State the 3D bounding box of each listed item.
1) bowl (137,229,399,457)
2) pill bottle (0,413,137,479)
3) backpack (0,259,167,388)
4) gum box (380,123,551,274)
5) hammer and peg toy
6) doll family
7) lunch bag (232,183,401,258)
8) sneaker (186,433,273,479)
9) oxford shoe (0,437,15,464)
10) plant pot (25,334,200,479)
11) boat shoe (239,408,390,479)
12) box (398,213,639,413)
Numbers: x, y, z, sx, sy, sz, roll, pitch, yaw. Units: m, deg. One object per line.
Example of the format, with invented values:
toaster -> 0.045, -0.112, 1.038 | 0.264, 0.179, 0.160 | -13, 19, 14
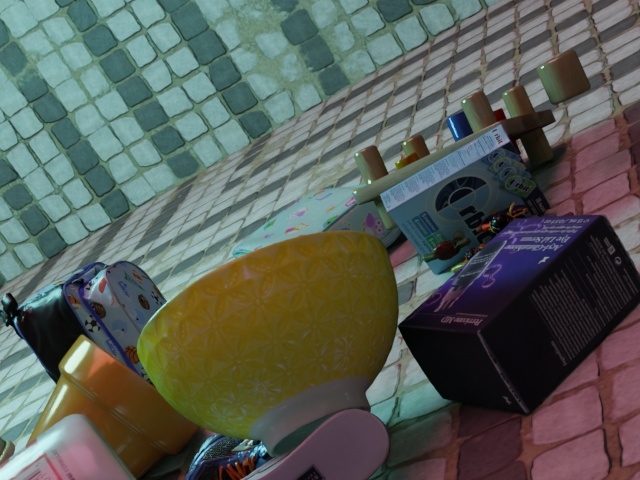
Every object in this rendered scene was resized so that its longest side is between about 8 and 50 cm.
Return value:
bowl -> -0.031, 0.131, 1.243 | 0.289, 0.156, 0.289 | -21, -24, -10
pill bottle -> -0.346, 0.384, 1.220 | 0.408, 0.229, 0.229 | -37, 16, -12
backpack -> -0.344, 0.149, 1.906 | 0.213, 0.276, 0.263 | -27, 9, 3
gum box -> 0.196, -0.052, 1.603 | 0.184, 0.157, 0.041 | -30, 44, 11
hammer and peg toy -> 0.247, -0.143, 1.739 | 0.361, 0.127, 0.266 | -25, -2, 27
doll family -> 0.228, -0.004, 1.536 | 0.193, 0.076, 0.111 | -34, -5, 14
lunch bag -> 0.000, 0.000, 1.928 | 0.224, 0.108, 0.279 | -36, 16, -21
sneaker -> -0.063, 0.246, 1.355 | 0.221, 0.083, 0.087 | -31, 18, 14
oxford shoe -> -0.677, 0.424, 1.912 | 0.397, 0.146, 0.140 | -37, 15, -15
plant pot -> -0.296, 0.261, 1.602 | 0.188, 0.205, 0.205 | -53, 19, -11
boat shoe -> -0.038, 0.263, 1.175 | 0.258, 0.095, 0.084 | -31, -16, -4
box -> 0.213, 0.074, 1.272 | 0.207, 0.108, 0.153 | -40, 17, -24
